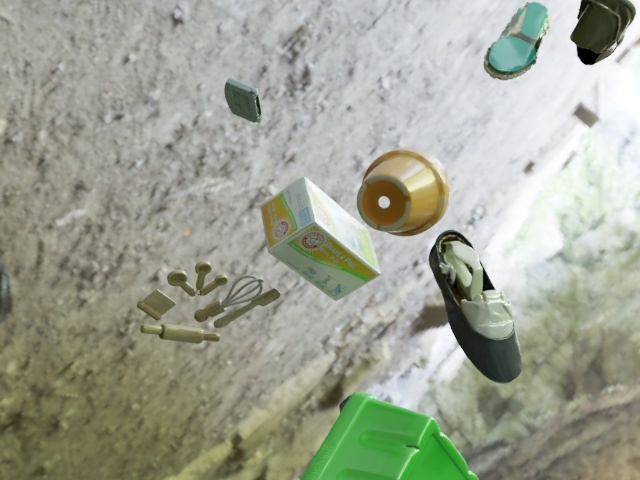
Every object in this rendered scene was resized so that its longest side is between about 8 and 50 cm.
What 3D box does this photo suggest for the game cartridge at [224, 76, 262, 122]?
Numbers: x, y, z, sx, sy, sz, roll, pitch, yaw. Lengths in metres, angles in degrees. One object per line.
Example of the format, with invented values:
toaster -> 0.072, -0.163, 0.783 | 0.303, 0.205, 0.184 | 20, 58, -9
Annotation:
game cartridge -> -0.117, -0.210, 1.425 | 0.083, 0.056, 0.017 | 86, 28, -64

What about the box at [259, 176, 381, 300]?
box -> 0.000, 0.000, 1.662 | 0.103, 0.114, 0.203 | -32, 135, 21

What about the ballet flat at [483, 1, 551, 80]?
ballet flat -> 0.360, -0.349, 1.751 | 0.241, 0.091, 0.077 | -50, 170, -36

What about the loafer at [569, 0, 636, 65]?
loafer -> 0.506, -0.382, 1.724 | 0.087, 0.094, 0.251 | -53, 159, -1

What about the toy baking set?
toy baking set -> -0.205, 0.123, 1.752 | 0.256, 0.030, 0.197 | 16, 128, -36

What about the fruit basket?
fruit basket -> 0.042, 0.469, 1.585 | 0.392, 0.283, 0.392 | -31, -158, 14

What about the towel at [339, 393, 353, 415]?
towel -> 0.062, 0.409, 2.153 | 0.067, 0.029, 0.119 | 127, -21, -46

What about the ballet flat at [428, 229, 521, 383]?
ballet flat -> 0.175, 0.065, 1.081 | 0.074, 0.203, 0.074 | -12, 139, -10

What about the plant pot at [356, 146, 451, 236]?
plant pot -> 0.172, -0.100, 2.150 | 0.205, 0.205, 0.188 | -50, 170, 23
